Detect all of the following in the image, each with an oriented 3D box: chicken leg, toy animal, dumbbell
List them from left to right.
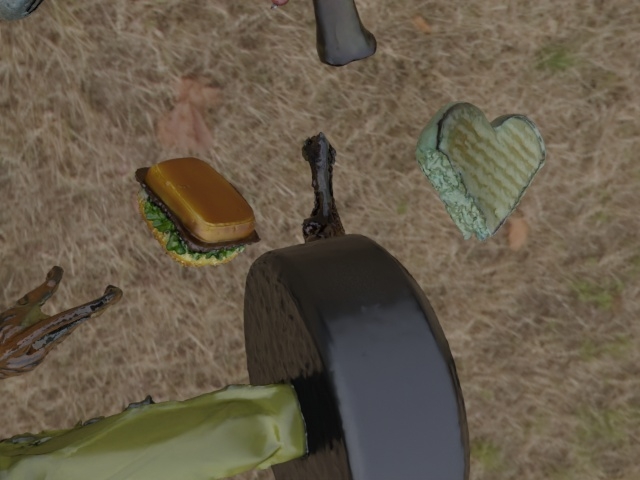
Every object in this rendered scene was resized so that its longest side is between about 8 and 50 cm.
[{"bbox_3d":[-0.237,0.076,0.709,0.056,0.241,0.099,58,42,-17],"label":"toy animal"},{"bbox_3d":[-0.098,0.122,0.535,0.322,0.204,0.203,-12,111,-19],"label":"dumbbell"},{"bbox_3d":[0.000,0.000,0.942,0.051,0.253,0.106,-9,137,10],"label":"chicken leg"}]

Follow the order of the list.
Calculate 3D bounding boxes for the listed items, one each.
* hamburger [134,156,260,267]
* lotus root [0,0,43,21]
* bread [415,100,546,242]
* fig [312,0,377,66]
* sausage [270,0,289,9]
[{"bbox_3d":[-0.168,-0.032,1.197,0.137,0.166,0.087,-6,136,-46],"label":"hamburger"},{"bbox_3d":[-0.359,-0.320,1.119,0.088,0.088,0.165,30,135,-25],"label":"lotus root"},{"bbox_3d":[0.202,-0.083,1.180,0.232,0.064,0.172,0,87,-43],"label":"bread"},{"bbox_3d":[-0.032,-0.194,0.336,0.146,0.170,0.274,-23,105,-20],"label":"fig"},{"bbox_3d":[-0.009,-0.401,1.239,0.029,0.029,0.223,25,108,-24],"label":"sausage"}]
